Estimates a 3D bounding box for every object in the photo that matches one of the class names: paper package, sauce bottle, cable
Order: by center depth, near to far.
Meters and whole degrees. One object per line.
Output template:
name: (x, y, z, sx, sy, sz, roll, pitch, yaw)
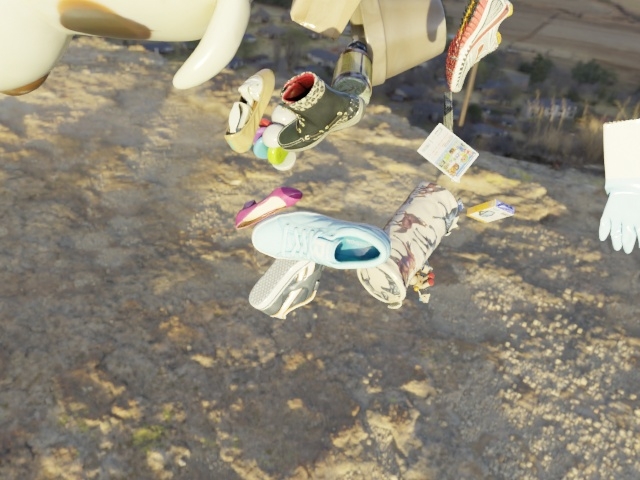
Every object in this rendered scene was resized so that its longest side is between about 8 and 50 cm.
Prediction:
sauce bottle: (0.095, -0.473, 1.621, 0.111, 0.111, 0.344, 7, 36, 4)
paper package: (0.061, -0.820, 1.710, 0.168, 0.325, 0.309, 23, 40, -17)
cable: (0.430, -0.331, 1.861, 0.072, 0.287, 0.139, 4, 11, 17)

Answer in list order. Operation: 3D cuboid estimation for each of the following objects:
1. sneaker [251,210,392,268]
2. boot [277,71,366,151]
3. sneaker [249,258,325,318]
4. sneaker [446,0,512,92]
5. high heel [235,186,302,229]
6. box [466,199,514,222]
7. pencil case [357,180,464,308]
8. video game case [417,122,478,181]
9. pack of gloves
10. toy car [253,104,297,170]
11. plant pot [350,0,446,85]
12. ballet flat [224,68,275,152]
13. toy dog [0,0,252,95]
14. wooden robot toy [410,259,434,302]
sneaker: (0.000, 0.000, 1.449, 0.366, 0.135, 0.150, 2, 9, 4)
boot: (-0.042, -0.279, 1.257, 0.236, 0.085, 0.178, -18, -20, 34)
sneaker: (-0.054, 0.082, 1.624, 0.127, 0.321, 0.126, 39, 6, -35)
sneaker: (0.331, -0.409, 1.220, 0.093, 0.225, 0.088, 10, 48, -8)
high heel: (-0.172, -0.102, 1.889, 0.244, 0.082, 0.117, -9, 43, 26)
box: (0.528, -0.091, 1.772, 0.081, 0.136, 0.028, 19, 68, -26)
pencil case: (0.263, 0.006, 1.672, 0.183, 0.160, 0.410, 44, 56, -5)
video game case: (0.308, -0.212, 1.393, 0.122, 0.087, 0.011, 39, -1, 1)
pack of gloves: (0.529, -0.069, 0.864, 0.195, 0.232, 0.046, -2, 31, 18)
toy car: (-0.134, -0.305, 1.684, 0.136, 0.159, 0.182, 11, 64, 17)
plant pot: (0.262, -0.702, 1.944, 0.280, 0.323, 0.323, -10, 34, -1)
ballet flat: (-0.165, -0.318, 1.344, 0.080, 0.073, 0.232, 2, 69, 31)
toy dog: (-0.298, -0.325, 0.695, 0.408, 0.395, 0.284, -20, 3, 8)
wooden robot toy: (0.325, 0.122, 1.906, 0.079, 0.076, 0.173, 21, 53, -15)
